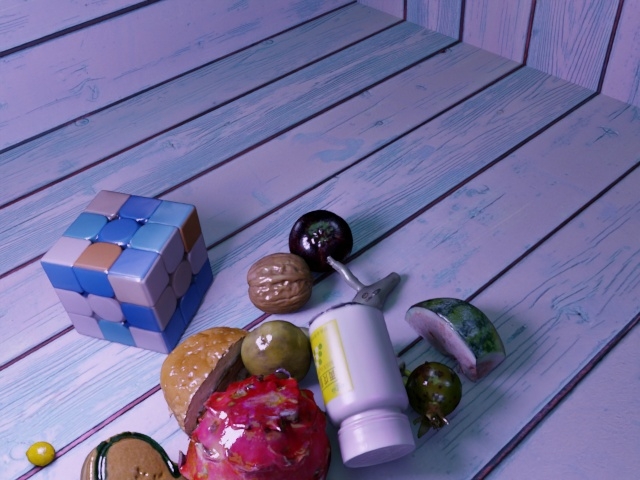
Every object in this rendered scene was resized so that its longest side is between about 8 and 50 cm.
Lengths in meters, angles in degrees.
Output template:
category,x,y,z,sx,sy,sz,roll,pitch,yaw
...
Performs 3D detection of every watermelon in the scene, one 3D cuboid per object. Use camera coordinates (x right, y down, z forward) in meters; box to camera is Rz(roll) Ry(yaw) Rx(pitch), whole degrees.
category,x,y,z,sx,sy,sz,roll,pitch,yaw
watermelon,0.381,0.255,1.810,0.224,0.180,0.305,18,16,-46

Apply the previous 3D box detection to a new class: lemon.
category,x,y,z,sx,sy,sz,roll,pitch,yaw
lemon,-0.740,0.562,1.641,0.083,0.062,0.062,0,43,12

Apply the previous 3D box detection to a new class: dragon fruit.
category,x,y,z,sx,sy,sz,roll,pitch,yaw
dragon fruit,-0.147,0.483,1.514,0.387,0.248,0.370,-2,42,-16

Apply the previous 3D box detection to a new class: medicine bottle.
category,x,y,z,sx,sy,sz,roll,pitch,yaw
medicine bottle,0.106,0.368,1.606,0.214,0.213,0.378,-11,58,-6

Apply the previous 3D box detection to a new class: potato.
category,x,y,z,sx,sy,sz,roll,pitch,yaw
potato,-0.116,0.307,1.701,0.197,0.228,0.148,-17,52,26

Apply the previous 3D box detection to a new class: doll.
category,x,y,z,sx,sy,sz,roll,pitch,yaw
doll,0.169,0.353,1.759,0.207,0.081,0.129,22,47,30

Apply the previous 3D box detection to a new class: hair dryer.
category,x,y,z,sx,sy,sz,roll,pitch,yaw
hair dryer,0.153,0.127,1.984,0.219,0.088,0.224,-11,61,-33

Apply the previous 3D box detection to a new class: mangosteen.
category,x,y,z,sx,sy,sz,roll,pitch,yaw
mangosteen,-0.005,0.005,2.080,0.216,0.216,0.216,-3,43,3

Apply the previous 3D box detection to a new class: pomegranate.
category,x,y,z,sx,sy,sz,roll,pitch,yaw
pomegranate,0.284,0.408,1.621,0.156,0.156,0.220,19,34,24

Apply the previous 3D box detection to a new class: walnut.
category,x,y,z,sx,sy,sz,roll,pitch,yaw
walnut,-0.123,0.135,1.953,0.214,0.213,0.213,-3,43,3

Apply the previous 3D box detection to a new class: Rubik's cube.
category,x,y,z,sx,sy,sz,roll,pitch,yaw
Rubik's cube,-0.574,0.093,1.924,0.347,0.346,0.344,8,45,15

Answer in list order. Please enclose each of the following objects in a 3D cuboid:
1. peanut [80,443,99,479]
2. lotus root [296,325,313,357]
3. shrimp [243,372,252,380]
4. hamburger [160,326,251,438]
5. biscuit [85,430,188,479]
category,x,y,z,sx,sy,sz,roll,pitch,yaw
peanut,-0.507,0.629,1.491,0.148,0.147,0.318,-9,44,-4
lotus root,-0.083,0.299,1.844,0.183,0.077,0.090,4,51,7
shrimp,-0.194,0.411,1.775,0.127,0.025,0.091,-20,46,-18
hamburger,-0.340,0.367,1.725,0.209,0.162,0.329,12,52,29
biscuit,-0.394,0.604,1.463,0.287,0.057,0.343,0,52,-47
